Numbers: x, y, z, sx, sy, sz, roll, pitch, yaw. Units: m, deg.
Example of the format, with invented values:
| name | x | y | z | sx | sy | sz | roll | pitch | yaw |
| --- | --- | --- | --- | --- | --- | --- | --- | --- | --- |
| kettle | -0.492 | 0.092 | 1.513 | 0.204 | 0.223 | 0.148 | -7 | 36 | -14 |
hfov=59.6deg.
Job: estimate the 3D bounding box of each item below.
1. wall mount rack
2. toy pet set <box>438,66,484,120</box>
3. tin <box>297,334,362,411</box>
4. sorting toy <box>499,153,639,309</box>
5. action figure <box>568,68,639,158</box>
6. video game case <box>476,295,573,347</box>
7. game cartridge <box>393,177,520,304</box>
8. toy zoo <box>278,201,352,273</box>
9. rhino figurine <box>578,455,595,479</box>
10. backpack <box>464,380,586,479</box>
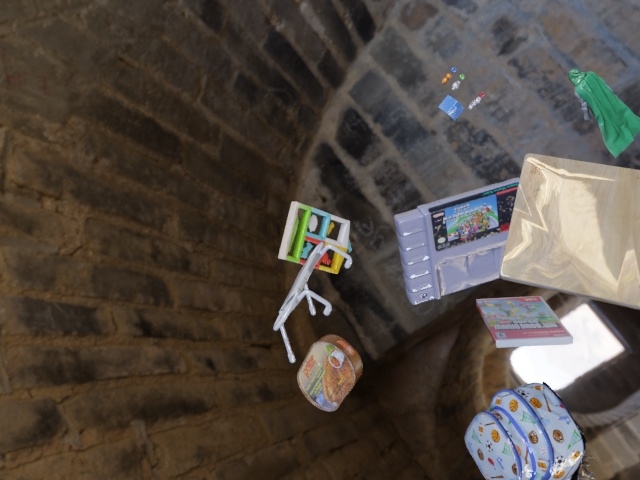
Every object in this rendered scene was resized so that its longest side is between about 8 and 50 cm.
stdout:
| name | x | y | z | sx | sy | sz | roll | pitch | yaw |
| --- | --- | --- | --- | --- | --- | --- | --- | --- | --- |
| wall mount rack | -0.037 | 0.180 | 1.634 | 0.130 | 0.304 | 0.350 | 32 | -137 | -4 |
| toy pet set | 0.385 | -0.407 | 1.569 | 0.122 | 0.114 | 0.065 | 40 | -167 | -1 |
| tin | 0.016 | 0.255 | 1.076 | 0.106 | 0.190 | 0.040 | 37 | -136 | 13 |
| sorting toy | 0.496 | -0.014 | 1.070 | 0.255 | 0.257 | 0.089 | 13 | 165 | 17 |
| action figure | 0.687 | -0.331 | 1.370 | 0.232 | 0.137 | 0.063 | 48 | 163 | -9 |
| video game case | 0.584 | 0.232 | 1.630 | 0.285 | 0.203 | 0.025 | -76 | -18 | -73 |
| game cartridge | 0.353 | -0.003 | 1.267 | 0.068 | 0.354 | 0.230 | -115 | 10 | -59 |
| toy zoo | 0.000 | 0.000 | 1.880 | 0.293 | 0.193 | 0.030 | 18 | 173 | -40 |
| rhino figurine | 0.727 | 0.726 | 1.659 | 0.106 | 0.243 | 0.073 | 43 | 167 | 49 |
| backpack | 0.491 | 0.480 | 1.346 | 0.213 | 0.264 | 0.277 | -6 | -140 | -28 |
